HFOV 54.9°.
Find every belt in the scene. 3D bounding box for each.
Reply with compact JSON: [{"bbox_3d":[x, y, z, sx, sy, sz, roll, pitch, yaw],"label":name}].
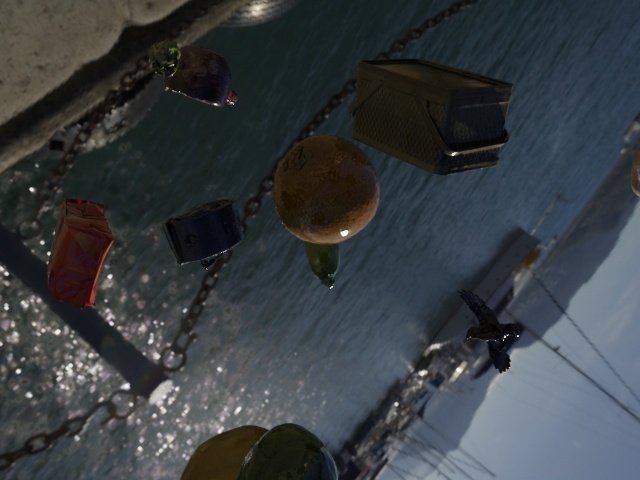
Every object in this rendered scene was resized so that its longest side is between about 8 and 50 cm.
[{"bbox_3d":[-0.252,-0.015,1.397,0.140,0.126,0.230,-13,-168,12],"label":"belt"}]

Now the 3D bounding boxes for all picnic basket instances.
[{"bbox_3d":[0.184,-0.220,1.060,0.165,0.267,0.139,-13,121,-33],"label":"picnic basket"}]

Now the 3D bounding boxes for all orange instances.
[{"bbox_3d":[0.012,-0.123,1.512,0.274,0.274,0.274,-46,162,-21],"label":"orange"},{"bbox_3d":[-0.147,0.505,1.245,0.235,0.279,0.279,-85,-161,-59],"label":"orange"}]

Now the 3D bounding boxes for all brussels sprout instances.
[{"bbox_3d":[-0.051,0.355,0.870,0.144,0.162,0.180,-10,111,-43],"label":"brussels sprout"},{"bbox_3d":[-0.359,-0.419,1.419,0.085,0.085,0.058,-58,-169,14],"label":"brussels sprout"}]

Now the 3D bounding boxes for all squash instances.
[{"bbox_3d":[0.000,0.000,1.819,0.378,0.101,0.101,-99,-153,-51],"label":"squash"}]

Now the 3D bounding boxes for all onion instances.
[{"bbox_3d":[-0.295,-0.422,1.625,0.218,0.195,0.139,12,93,-47],"label":"onion"}]

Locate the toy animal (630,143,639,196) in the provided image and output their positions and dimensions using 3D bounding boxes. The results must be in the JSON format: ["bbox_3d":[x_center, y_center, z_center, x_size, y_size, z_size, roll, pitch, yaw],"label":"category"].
[{"bbox_3d":[0.724,-0.254,1.139,0.246,0.278,0.345,-92,-179,-56],"label":"toy animal"}]

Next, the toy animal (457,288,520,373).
[{"bbox_3d":[0.347,0.189,1.259,0.062,0.220,0.108,-36,-165,-21],"label":"toy animal"}]

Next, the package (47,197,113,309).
[{"bbox_3d":[-0.625,0.017,1.595,0.123,0.423,0.195,16,100,-26],"label":"package"}]
